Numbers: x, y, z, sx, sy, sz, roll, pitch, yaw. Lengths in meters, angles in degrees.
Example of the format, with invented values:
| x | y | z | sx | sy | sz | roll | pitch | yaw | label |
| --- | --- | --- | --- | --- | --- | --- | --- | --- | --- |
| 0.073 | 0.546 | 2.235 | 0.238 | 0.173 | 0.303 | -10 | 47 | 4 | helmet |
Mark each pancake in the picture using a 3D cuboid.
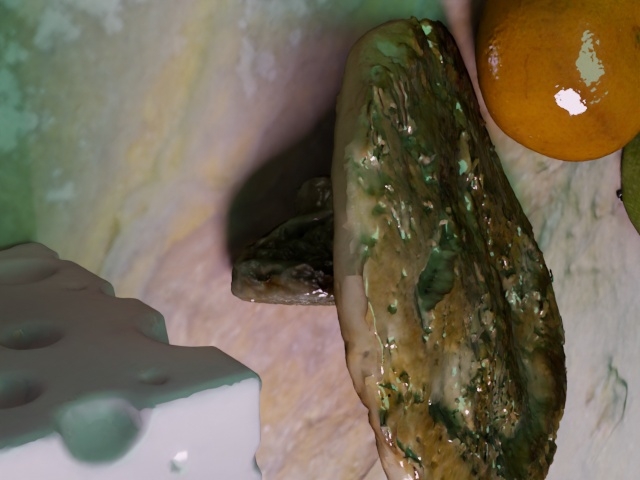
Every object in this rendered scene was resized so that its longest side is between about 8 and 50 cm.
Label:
| x | y | z | sx | sy | sz | roll | pitch | yaw | label |
| --- | --- | --- | --- | --- | --- | --- | --- | --- | --- |
| 0.087 | 0.025 | 0.756 | 0.356 | 0.065 | 0.356 | -10 | 90 | -67 | pancake |

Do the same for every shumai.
| x | y | z | sx | sy | sz | roll | pitch | yaw | label |
| --- | --- | --- | --- | --- | --- | --- | --- | --- | --- |
| 0.001 | 0.000 | 0.765 | 0.124 | 0.099 | 0.087 | 4 | 85 | -47 | shumai |

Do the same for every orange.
| x | y | z | sx | sy | sz | roll | pitch | yaw | label |
| --- | --- | --- | --- | --- | --- | --- | --- | --- | --- |
| 0.180 | -0.135 | 0.837 | 0.156 | 0.124 | 0.156 | 4 | 84 | -41 | orange |

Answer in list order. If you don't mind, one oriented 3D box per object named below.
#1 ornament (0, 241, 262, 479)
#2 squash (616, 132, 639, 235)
| x | y | z | sx | sy | sz | roll | pitch | yaw | label |
| --- | --- | --- | --- | --- | --- | --- | --- | --- | --- |
| -0.188 | 0.161 | 0.560 | 0.240 | 0.240 | 0.239 | -13 | 112 | -35 | ornament |
| 0.393 | -0.043 | 0.945 | 0.189 | 0.260 | 0.189 | -10 | 108 | -32 | squash |
